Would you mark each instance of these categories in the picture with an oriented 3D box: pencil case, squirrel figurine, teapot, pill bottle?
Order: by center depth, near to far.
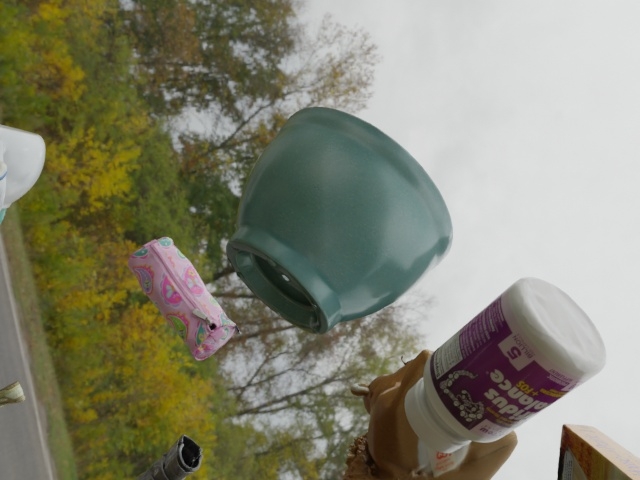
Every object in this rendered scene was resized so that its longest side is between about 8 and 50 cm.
[{"bbox_3d":[0.270,0.208,0.881,0.301,0.169,0.169,-52,-130,34],"label":"pill bottle"},{"bbox_3d":[-0.628,-0.124,1.007,0.256,0.252,0.187,-111,-146,-85],"label":"teapot"},{"bbox_3d":[-0.302,0.125,1.239,0.284,0.124,0.124,50,-31,18],"label":"pencil case"},{"bbox_3d":[0.162,0.429,1.243,0.281,0.397,0.370,38,-9,-12],"label":"squirrel figurine"}]

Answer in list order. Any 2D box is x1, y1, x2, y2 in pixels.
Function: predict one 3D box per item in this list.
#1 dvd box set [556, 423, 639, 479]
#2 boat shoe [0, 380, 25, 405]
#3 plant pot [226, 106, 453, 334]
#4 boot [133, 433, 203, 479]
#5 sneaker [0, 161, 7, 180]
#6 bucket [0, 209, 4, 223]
[{"bbox_3d":[0.391,0.443,0.725,0.420,0.062,0.307,26,70,-83],"label":"dvd box set"},{"bbox_3d":[-0.749,0.376,1.327,0.153,0.056,0.048,-27,-85,27],"label":"boat shoe"},{"bbox_3d":[0.000,0.000,0.760,0.293,0.196,0.293,33,-25,18],"label":"plant pot"},{"bbox_3d":[-0.361,0.559,1.217,0.118,0.223,0.338,45,0,-15],"label":"boot"},{"bbox_3d":[-0.386,-0.147,0.575,0.080,0.081,0.211,-58,140,-55],"label":"sneaker"},{"bbox_3d":[-0.816,-0.118,1.216,0.183,0.281,0.281,-42,-118,55],"label":"bucket"}]
